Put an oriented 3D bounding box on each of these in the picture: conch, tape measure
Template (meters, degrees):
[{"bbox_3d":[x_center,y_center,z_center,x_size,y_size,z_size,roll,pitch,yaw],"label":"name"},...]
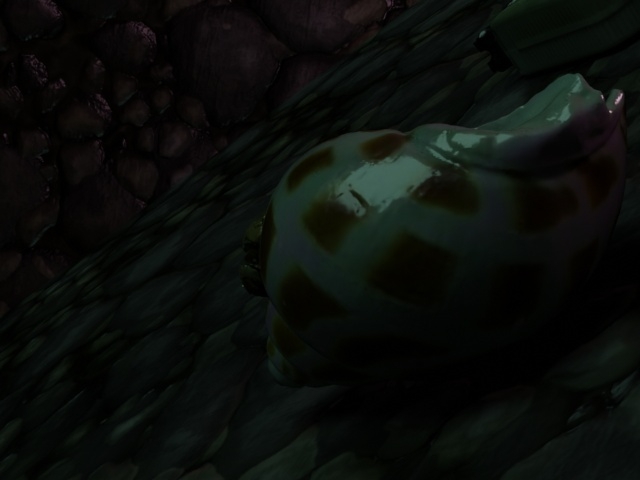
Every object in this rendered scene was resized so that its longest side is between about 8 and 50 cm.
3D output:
[{"bbox_3d":[0.077,0.009,0.990,0.249,0.197,0.368,-5,-7,-39],"label":"conch"},{"bbox_3d":[0.329,-0.310,1.583,0.207,0.115,0.235,-45,16,-24],"label":"tape measure"}]

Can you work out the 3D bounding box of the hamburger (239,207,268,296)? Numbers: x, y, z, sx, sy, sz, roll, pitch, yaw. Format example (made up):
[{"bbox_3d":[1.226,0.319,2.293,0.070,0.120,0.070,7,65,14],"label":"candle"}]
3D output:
[{"bbox_3d":[0.000,0.000,1.387,0.183,0.130,0.206,-37,-4,-11],"label":"hamburger"}]
